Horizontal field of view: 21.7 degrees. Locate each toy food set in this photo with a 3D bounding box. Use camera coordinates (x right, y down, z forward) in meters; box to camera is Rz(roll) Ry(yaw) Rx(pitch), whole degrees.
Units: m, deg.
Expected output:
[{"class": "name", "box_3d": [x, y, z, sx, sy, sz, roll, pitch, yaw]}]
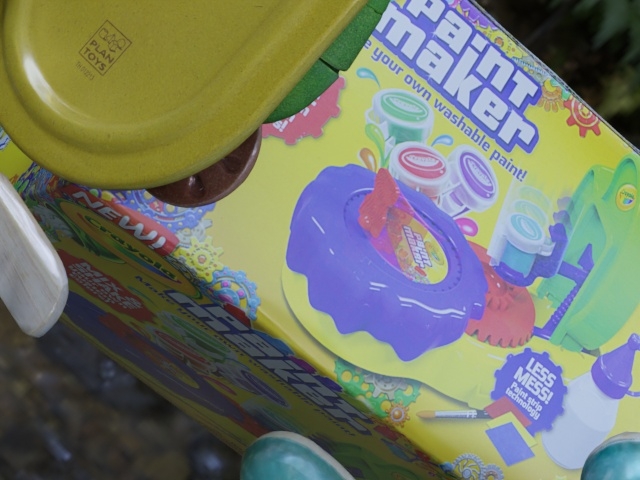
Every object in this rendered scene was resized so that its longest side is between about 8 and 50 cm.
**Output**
[{"class": "toy food set", "box_3d": [-0.046, -0.076, 0.589, 0.128, 0.218, 0.071, 45, 4, 26]}]

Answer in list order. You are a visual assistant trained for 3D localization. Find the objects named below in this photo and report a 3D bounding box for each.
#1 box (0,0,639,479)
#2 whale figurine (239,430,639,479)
[{"class": "box", "box_3d": [0.000, 0.000, 0.819, 0.290, 0.279, 0.177, 39, 72, -18]}, {"class": "whale figurine", "box_3d": [0.081, 0.169, 0.610, 0.272, 0.216, 0.141, 22, 29, 5]}]
